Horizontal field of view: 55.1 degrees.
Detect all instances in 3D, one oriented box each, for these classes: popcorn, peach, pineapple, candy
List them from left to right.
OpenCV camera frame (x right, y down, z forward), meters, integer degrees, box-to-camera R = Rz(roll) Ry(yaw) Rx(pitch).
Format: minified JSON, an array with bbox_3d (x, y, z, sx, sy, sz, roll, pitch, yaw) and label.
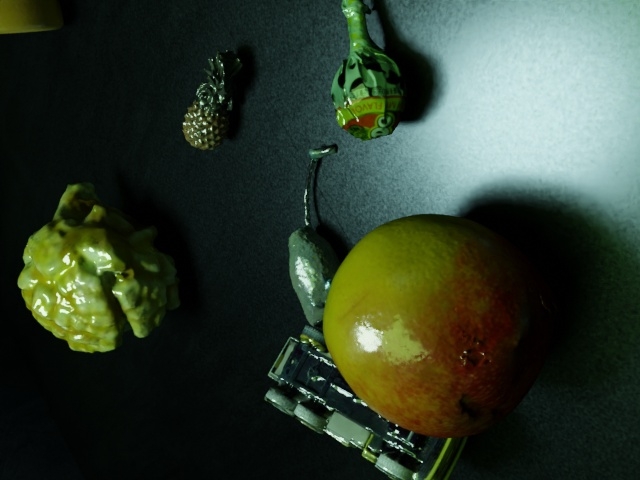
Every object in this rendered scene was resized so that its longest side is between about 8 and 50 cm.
[{"bbox_3d":[-0.440,0.066,1.210,0.336,0.279,0.274,18,141,28],"label":"popcorn"},{"bbox_3d":[-0.158,-0.209,0.911,0.074,0.074,0.159,51,137,18],"label":"pineapple"},{"bbox_3d":[0.033,-0.265,0.690,0.091,0.083,0.305,-10,92,67],"label":"candy"},{"bbox_3d":[0.122,0.085,0.640,0.231,0.231,0.230,24,124,40],"label":"peach"}]

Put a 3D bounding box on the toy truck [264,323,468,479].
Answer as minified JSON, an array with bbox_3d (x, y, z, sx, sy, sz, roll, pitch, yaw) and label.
[{"bbox_3d":[0.063,0.223,0.820,0.272,0.124,0.157,21,166,35],"label":"toy truck"}]

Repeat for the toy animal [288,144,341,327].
[{"bbox_3d":[-0.006,-0.004,0.860,0.079,0.070,0.252,-1,97,12],"label":"toy animal"}]

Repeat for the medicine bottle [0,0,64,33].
[{"bbox_3d":[-0.631,-0.514,1.160,0.238,0.238,0.231,20,121,41],"label":"medicine bottle"}]
